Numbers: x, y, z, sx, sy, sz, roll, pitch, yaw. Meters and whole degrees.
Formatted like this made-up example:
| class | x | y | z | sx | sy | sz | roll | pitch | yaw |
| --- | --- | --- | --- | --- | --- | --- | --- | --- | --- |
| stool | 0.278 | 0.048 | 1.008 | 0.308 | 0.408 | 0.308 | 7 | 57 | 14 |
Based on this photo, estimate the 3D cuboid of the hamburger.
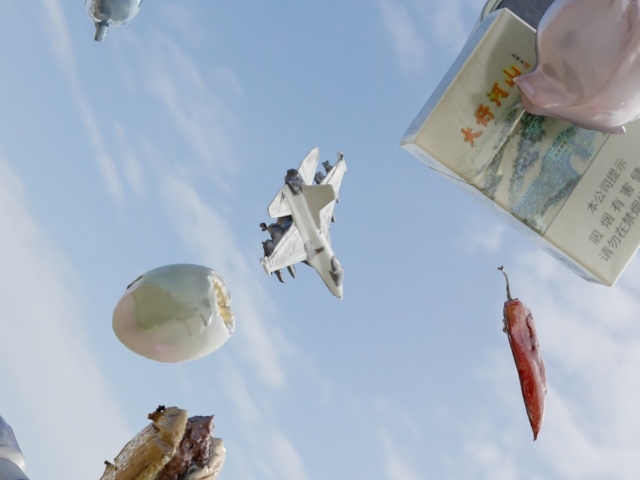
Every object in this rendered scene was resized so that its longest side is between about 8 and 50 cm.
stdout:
| class | x | y | z | sx | sy | sz | roll | pitch | yaw |
| --- | --- | --- | --- | --- | --- | --- | --- | --- | --- |
| hamburger | -0.285 | 0.422 | 2.108 | 0.155 | 0.245 | 0.282 | 38 | -46 | -16 |

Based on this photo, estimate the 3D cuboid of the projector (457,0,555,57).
| class | x | y | z | sx | sy | sz | roll | pitch | yaw |
| --- | --- | --- | --- | --- | --- | --- | --- | --- | --- |
| projector | 0.315 | -0.213 | 1.748 | 0.248 | 0.248 | 0.249 | 36 | -33 | 6 |

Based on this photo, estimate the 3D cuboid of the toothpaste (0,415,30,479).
| class | x | y | z | sx | sy | sz | roll | pitch | yaw |
| --- | --- | --- | --- | --- | --- | --- | --- | --- | --- |
| toothpaste | -0.390 | 0.228 | 1.433 | 0.282 | 0.099 | 0.069 | 26 | -66 | 47 |

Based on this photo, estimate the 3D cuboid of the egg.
| class | x | y | z | sx | sy | sz | roll | pitch | yaw |
| --- | --- | --- | --- | --- | --- | --- | --- | --- | --- |
| egg | -0.273 | 0.137 | 2.356 | 0.183 | 0.217 | 0.183 | -16 | 90 | -80 |

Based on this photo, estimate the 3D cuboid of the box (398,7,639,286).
| class | x | y | z | sx | sy | sz | roll | pitch | yaw |
| --- | --- | --- | --- | --- | --- | --- | --- | --- | --- |
| box | 0.231 | -0.091 | 1.310 | 0.256 | 0.164 | 0.069 | 35 | -4 | -10 |

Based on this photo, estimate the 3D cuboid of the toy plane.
| class | x | y | z | sx | sy | sz | roll | pitch | yaw |
| --- | --- | --- | --- | --- | --- | --- | --- | --- | --- |
| toy plane | -0.014 | -0.009 | 1.387 | 0.082 | 0.160 | 0.234 | 26 | -26 | 18 |

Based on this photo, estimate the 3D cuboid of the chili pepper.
| class | x | y | z | sx | sy | sz | roll | pitch | yaw |
| --- | --- | --- | --- | --- | --- | --- | --- | --- | --- |
| chili pepper | 0.308 | 0.167 | 1.957 | 0.059 | 0.050 | 0.268 | 42 | 35 | -74 |

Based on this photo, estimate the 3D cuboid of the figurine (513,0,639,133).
| class | x | y | z | sx | sy | sz | roll | pitch | yaw |
| --- | --- | --- | --- | --- | --- | --- | --- | --- | --- |
| figurine | 0.290 | -0.217 | 1.172 | 0.133 | 0.276 | 0.200 | 24 | 19 | -26 |

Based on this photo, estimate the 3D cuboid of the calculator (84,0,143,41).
| class | x | y | z | sx | sy | sz | roll | pitch | yaw |
| --- | --- | --- | --- | --- | --- | --- | --- | --- | --- |
| calculator | -0.138 | -0.254 | 1.020 | 0.039 | 0.210 | 0.121 | 21 | 1 | -15 |
